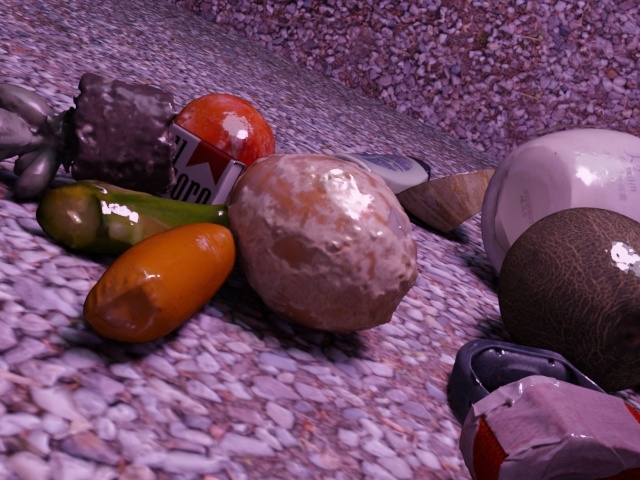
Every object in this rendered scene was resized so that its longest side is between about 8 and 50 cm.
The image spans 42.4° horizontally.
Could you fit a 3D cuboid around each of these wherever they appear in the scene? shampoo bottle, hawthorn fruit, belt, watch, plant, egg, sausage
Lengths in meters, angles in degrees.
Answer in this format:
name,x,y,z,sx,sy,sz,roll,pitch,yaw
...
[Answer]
name,x,y,z,sx,sy,sz,roll,pitch,yaw
shampoo bottle,0.451,-0.032,1.422,0.318,0.322,0.322,5,23,-26
shampoo bottle,0.140,-0.135,1.732,0.134,0.078,0.359,25,16,24
hawthorn fruit,-0.144,-0.126,1.183,0.173,0.172,0.173,22,17,-7
belt,0.224,0.200,0.730,0.201,0.128,0.124,18,17,-15
watch,0.245,0.186,0.919,0.206,0.068,0.193,15,22,-15
plant,-0.307,-0.117,0.984,0.275,0.149,0.146,0,-19,-18
egg,0.000,0.000,0.931,0.233,0.195,0.195,38,20,13
sausage,-0.147,0.036,0.800,0.098,0.098,0.238,26,15,7

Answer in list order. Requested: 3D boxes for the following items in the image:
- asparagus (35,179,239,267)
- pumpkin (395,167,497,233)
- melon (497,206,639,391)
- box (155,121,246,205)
name,x,y,z,sx,sy,sz,roll,pitch,yaw
asparagus,-0.155,-0.010,0.967,0.343,0.082,0.085,10,-15,-41
pumpkin,0.265,-0.076,1.643,0.217,0.217,0.110,-6,75,-59
melon,0.361,0.075,1.117,0.238,0.237,0.301,22,12,-7
box,-0.194,-0.091,1.088,0.177,0.115,0.036,32,6,25
